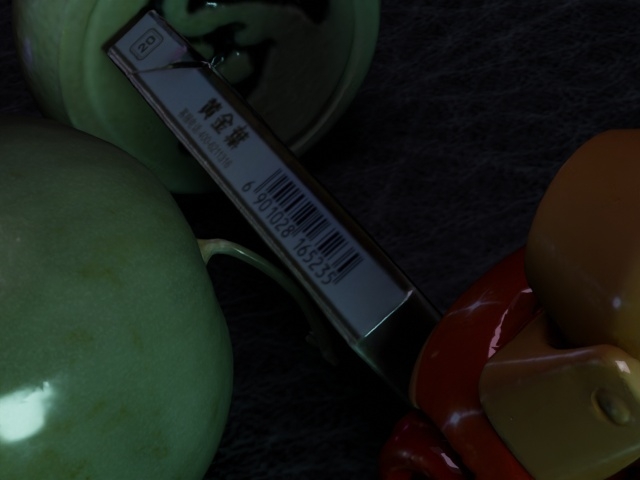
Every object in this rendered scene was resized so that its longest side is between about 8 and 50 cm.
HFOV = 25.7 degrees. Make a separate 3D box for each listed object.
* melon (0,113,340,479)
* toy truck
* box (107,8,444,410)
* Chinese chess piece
[{"bbox_3d":[-0.184,0.068,0.703,0.272,0.271,0.308,20,53,33],"label":"melon"},{"bbox_3d":[0.163,0.084,0.570,0.189,0.239,0.265,-38,88,-29],"label":"toy truck"},{"bbox_3d":[-0.001,-0.001,0.798,0.047,0.180,0.325,-42,43,2],"label":"box"},{"bbox_3d":[-0.080,-0.150,0.940,0.250,0.250,0.101,-22,41,-13],"label":"Chinese chess piece"}]
